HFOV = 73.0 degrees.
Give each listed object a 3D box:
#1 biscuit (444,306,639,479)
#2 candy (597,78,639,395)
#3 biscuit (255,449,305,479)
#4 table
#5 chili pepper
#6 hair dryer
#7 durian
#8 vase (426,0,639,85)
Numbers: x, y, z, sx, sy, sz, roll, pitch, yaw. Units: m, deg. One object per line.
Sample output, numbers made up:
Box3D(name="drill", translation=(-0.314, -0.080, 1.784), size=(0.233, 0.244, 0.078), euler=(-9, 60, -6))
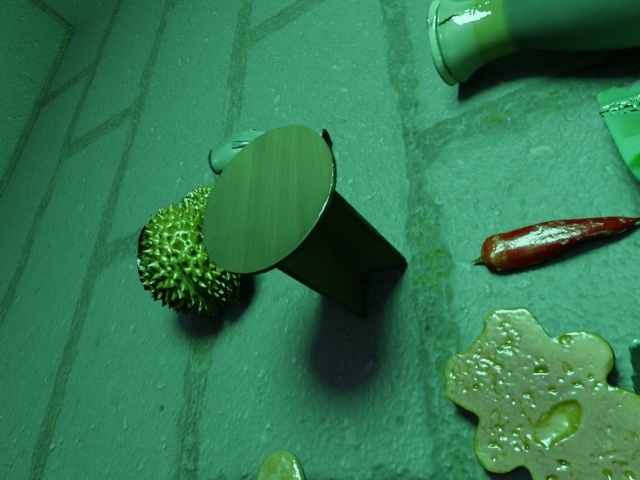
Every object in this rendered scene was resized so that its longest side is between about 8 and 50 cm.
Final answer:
Box3D(name="biscuit", translation=(0.222, 0.165, 0.392), size=(0.166, 0.036, 0.225), euler=(-51, 50, 2))
Box3D(name="candy", translation=(0.370, -0.049, 0.326), size=(0.262, 0.172, 0.398), euler=(-3, 51, 30))
Box3D(name="biscuit", translation=(-0.037, 0.321, 0.503), size=(0.071, 0.018, 0.147), euler=(-36, 48, 11))
Box3D(name="table", translation=(0.000, 0.000, 0.515), size=(0.167, 0.226, 0.167), euler=(-16, 58, 27))
Box3D(name="chili pepper", translation=(0.251, -0.001, 0.468), size=(0.178, 0.027, 0.045), euler=(-14, 57, 27))
Box3D(name="hair dryer", translation=(-0.075, -0.091, 0.742), size=(0.229, 0.092, 0.267), euler=(-23, 67, 17))
Box3D(name="durian", translation=(-0.225, 0.008, 0.704), size=(0.237, 0.137, 0.194), euler=(47, 133, 48))
Box3D(name="vase", translation=(0.299, -0.289, 0.517), size=(0.321, 0.173, 0.174), euler=(-5, 62, 41))
